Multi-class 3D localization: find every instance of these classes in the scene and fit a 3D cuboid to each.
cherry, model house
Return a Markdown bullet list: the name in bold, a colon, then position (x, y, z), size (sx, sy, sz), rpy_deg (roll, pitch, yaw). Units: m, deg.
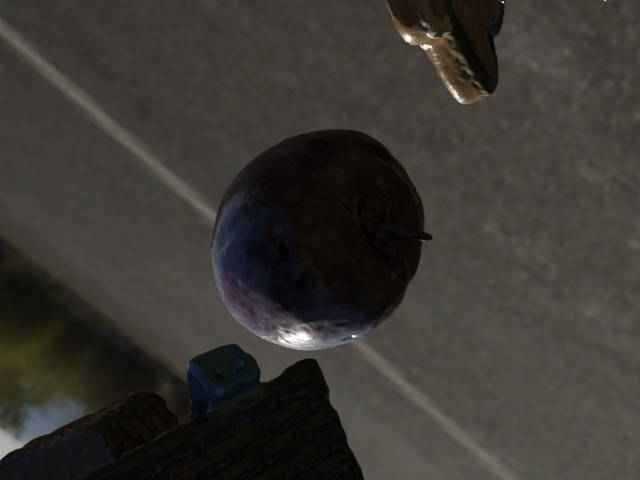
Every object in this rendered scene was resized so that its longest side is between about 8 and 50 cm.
- **cherry**: position (-0.006, 0.005, 1.601), size (0.195, 0.195, 0.195), rpy_deg (35, 170, 7)
- **model house**: position (-0.124, 0.173, 1.155), size (0.226, 0.261, 0.241), rpy_deg (45, 153, 36)

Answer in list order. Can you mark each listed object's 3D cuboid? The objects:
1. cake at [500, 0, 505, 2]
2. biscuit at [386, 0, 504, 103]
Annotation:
- **cake**: position (0.284, -0.317, 1.735), size (0.293, 0.196, 0.199), rpy_deg (3, -178, 26)
- **biscuit**: position (0.153, -0.305, 2.246), size (0.057, 0.287, 0.344), rpy_deg (-14, 179, 25)
